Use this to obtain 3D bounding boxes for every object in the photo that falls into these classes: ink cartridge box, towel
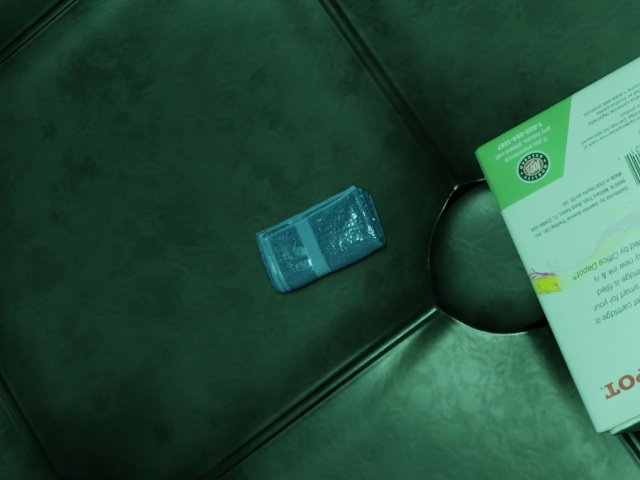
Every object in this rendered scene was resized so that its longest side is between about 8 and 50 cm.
[{"bbox_3d":[0.287,0.003,1.624,0.201,0.117,0.278,-29,72,24],"label":"ink cartridge box"},{"bbox_3d":[0.000,0.000,1.799,0.119,0.029,0.067,-25,74,16],"label":"towel"}]
